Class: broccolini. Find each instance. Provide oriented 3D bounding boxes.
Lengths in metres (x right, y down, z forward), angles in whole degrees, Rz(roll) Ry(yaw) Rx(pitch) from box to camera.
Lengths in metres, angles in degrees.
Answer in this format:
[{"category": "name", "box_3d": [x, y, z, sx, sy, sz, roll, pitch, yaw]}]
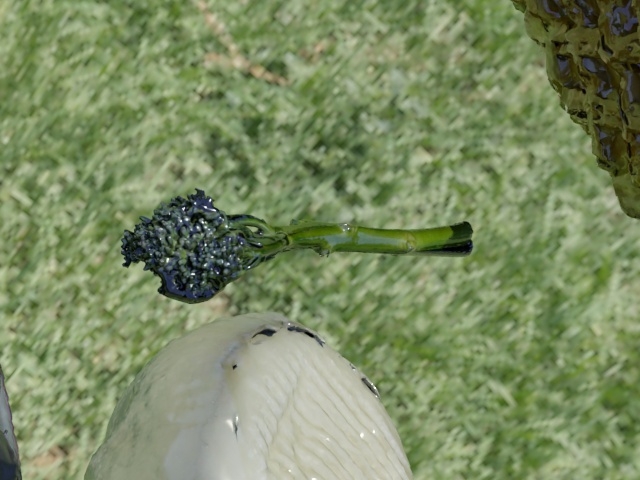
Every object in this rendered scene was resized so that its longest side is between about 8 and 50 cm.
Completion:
[{"category": "broccolini", "box_3d": [-0.001, 0.001, 0.664, 0.218, 0.042, 0.044, -3, 54, -56]}]

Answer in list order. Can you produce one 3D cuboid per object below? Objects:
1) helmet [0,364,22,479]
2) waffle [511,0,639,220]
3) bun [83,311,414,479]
[{"category": "helmet", "box_3d": [-0.278, 0.052, 0.706, 0.338, 0.197, 0.271, -39, 120, -76]}, {"category": "waffle", "box_3d": [0.148, -0.129, 0.722, 0.052, 0.254, 0.245, -16, 57, -15]}, {"category": "bun", "box_3d": [-0.065, 0.243, 1.359, 0.360, 0.211, 0.360, 42, 32, -33]}]
